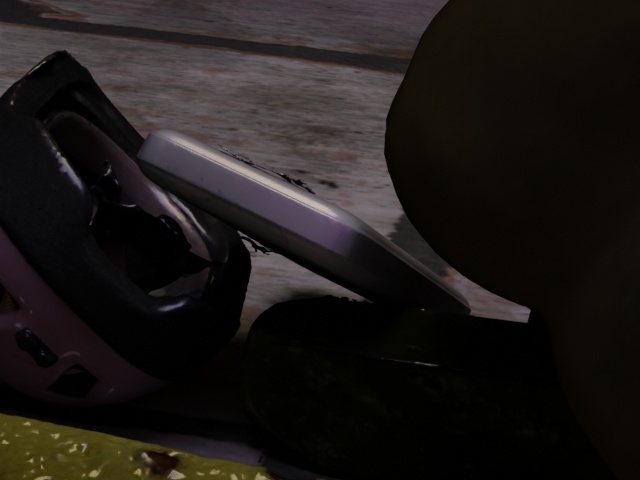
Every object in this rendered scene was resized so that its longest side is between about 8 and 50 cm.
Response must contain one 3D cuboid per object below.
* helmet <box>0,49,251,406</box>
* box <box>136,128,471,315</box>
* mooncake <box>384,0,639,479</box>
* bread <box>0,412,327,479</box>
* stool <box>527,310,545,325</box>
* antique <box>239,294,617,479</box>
[{"bbox_3d":[-0.146,0.007,0.975,0.154,0.198,0.253,-44,19,1],"label":"helmet"},{"bbox_3d":[0.000,0.000,0.985,0.142,0.044,0.285,24,-3,21],"label":"box"},{"bbox_3d":[0.274,-0.038,0.847,0.467,0.262,0.467,26,30,-16],"label":"mooncake"},{"bbox_3d":[-0.125,0.141,0.735,0.361,0.077,0.138,10,21,15],"label":"bread"},{"bbox_3d":[0.184,0.053,0.990,0.110,0.096,0.096,-22,33,-39],"label":"stool"},{"bbox_3d":[0.063,0.087,0.902,0.220,0.080,0.081,7,20,19],"label":"antique"}]
